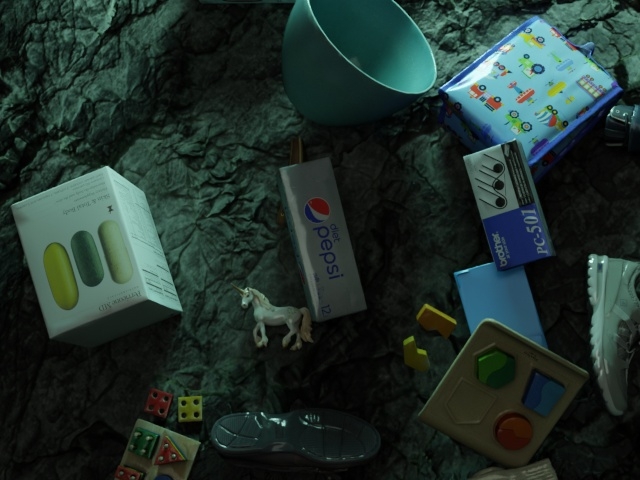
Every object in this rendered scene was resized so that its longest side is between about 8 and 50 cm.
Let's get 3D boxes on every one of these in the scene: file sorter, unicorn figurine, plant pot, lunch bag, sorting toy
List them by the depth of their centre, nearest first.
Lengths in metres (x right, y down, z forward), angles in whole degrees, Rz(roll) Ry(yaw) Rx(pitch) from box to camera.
[{"bbox_3d":[0.268,0.245,1.640,0.307,0.041,0.229,29,107,-9],"label":"sorting toy"},{"bbox_3d":[0.317,0.131,1.714,0.118,0.104,0.170,-16,76,7],"label":"file sorter"},{"bbox_3d":[0.394,-0.270,1.781,0.293,0.138,0.221,-42,72,-10],"label":"lunch bag"},{"bbox_3d":[0.041,-0.321,1.793,0.195,0.290,0.290,-44,71,37],"label":"plant pot"},{"bbox_3d":[-0.305,0.405,1.801,0.132,0.046,0.274,19,82,13],"label":"sorting toy"},{"bbox_3d":[-0.092,0.146,1.815,0.162,0.060,0.111,5,79,-5],"label":"unicorn figurine"}]

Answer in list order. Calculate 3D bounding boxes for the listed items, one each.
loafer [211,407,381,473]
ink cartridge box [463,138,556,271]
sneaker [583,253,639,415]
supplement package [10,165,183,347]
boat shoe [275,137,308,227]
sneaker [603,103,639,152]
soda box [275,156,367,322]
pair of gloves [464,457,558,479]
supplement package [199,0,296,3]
[{"bbox_3d":[-0.042,0.367,1.753,0.303,0.095,0.109,2,49,6],"label":"loafer"},{"bbox_3d":[0.320,-0.059,1.653,0.097,0.046,0.207,-18,82,22],"label":"ink cartridge box"},{"bbox_3d":[0.517,0.158,1.672,0.115,0.105,0.281,-1,78,10],"label":"sneaker"},{"bbox_3d":[-0.412,0.037,1.816,0.199,0.198,0.262,-22,76,5],"label":"supplement package"},{"bbox_3d":[-0.056,-0.110,1.851,0.060,0.064,0.177,1,81,8],"label":"boat shoe"},{"bbox_3d":[0.575,-0.163,1.696,0.164,0.086,0.226,9,37,11],"label":"sneaker"},{"bbox_3d":[0.000,0.000,1.768,0.098,0.091,0.286,-14,88,-9],"label":"soda box"},{"bbox_3d":[0.323,0.505,1.655,0.204,0.042,0.240,-11,87,7],"label":"pair of gloves"},{"bbox_3d":[-0.133,-0.555,1.918,0.244,0.139,0.133,2,78,12],"label":"supplement package"}]
